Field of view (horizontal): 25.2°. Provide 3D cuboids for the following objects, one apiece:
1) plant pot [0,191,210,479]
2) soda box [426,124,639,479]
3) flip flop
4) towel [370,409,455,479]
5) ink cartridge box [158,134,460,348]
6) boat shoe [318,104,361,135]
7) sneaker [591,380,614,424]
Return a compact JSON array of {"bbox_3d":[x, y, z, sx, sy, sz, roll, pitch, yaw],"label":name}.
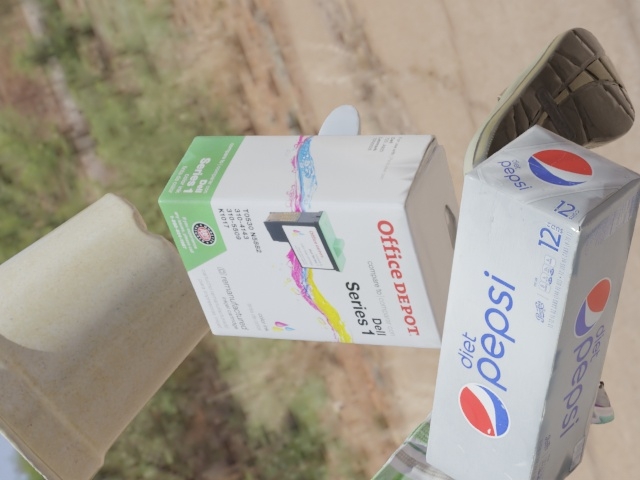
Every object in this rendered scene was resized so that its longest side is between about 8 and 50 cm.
[{"bbox_3d":[-0.308,0.116,1.845,0.334,0.305,0.334,45,169,12],"label":"plant pot"},{"bbox_3d":[0.153,0.066,1.056,0.098,0.091,0.286,29,134,30],"label":"soda box"},{"bbox_3d":[0.194,-0.100,1.267,0.080,0.277,0.112,-21,107,46],"label":"flip flop"},{"bbox_3d":[0.136,0.233,1.516,0.113,0.152,0.023,19,131,31],"label":"towel"},{"bbox_3d":[0.000,0.000,1.501,0.117,0.278,0.201,-64,-34,-43],"label":"ink cartridge box"},{"bbox_3d":[0.020,-0.083,1.615,0.040,0.049,0.142,44,-125,-61],"label":"boat shoe"},{"bbox_3d":[0.306,0.194,1.713,0.038,0.098,0.069,-12,91,53],"label":"sneaker"}]
